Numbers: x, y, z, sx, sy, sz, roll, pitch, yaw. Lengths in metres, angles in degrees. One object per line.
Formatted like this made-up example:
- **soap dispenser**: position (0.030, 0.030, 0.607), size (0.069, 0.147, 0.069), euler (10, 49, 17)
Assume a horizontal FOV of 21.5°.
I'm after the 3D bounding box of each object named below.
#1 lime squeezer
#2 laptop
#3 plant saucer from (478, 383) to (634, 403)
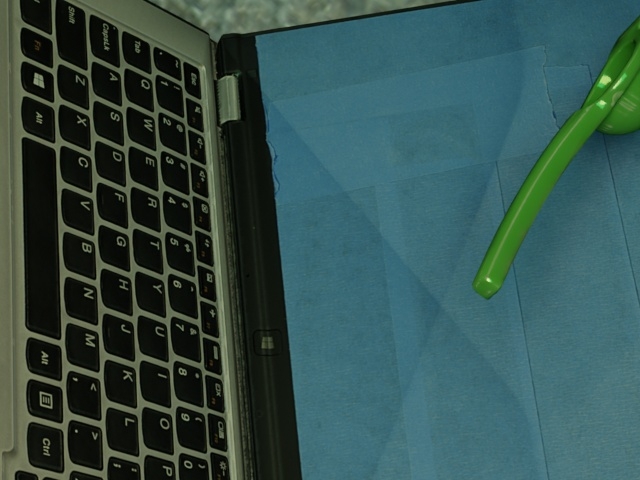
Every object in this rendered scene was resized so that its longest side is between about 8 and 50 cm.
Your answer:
- **lime squeezer**: position (0.173, -0.061, 0.827), size (0.310, 0.059, 0.110), euler (-17, 90, -31)
- **laptop**: position (0.000, 0.000, 0.757), size (0.236, 0.408, 0.382), euler (-28, 55, 33)
- **plant saucer**: position (0.118, 0.167, 0.851), size (0.195, 0.037, 0.195), euler (1, 94, 10)
